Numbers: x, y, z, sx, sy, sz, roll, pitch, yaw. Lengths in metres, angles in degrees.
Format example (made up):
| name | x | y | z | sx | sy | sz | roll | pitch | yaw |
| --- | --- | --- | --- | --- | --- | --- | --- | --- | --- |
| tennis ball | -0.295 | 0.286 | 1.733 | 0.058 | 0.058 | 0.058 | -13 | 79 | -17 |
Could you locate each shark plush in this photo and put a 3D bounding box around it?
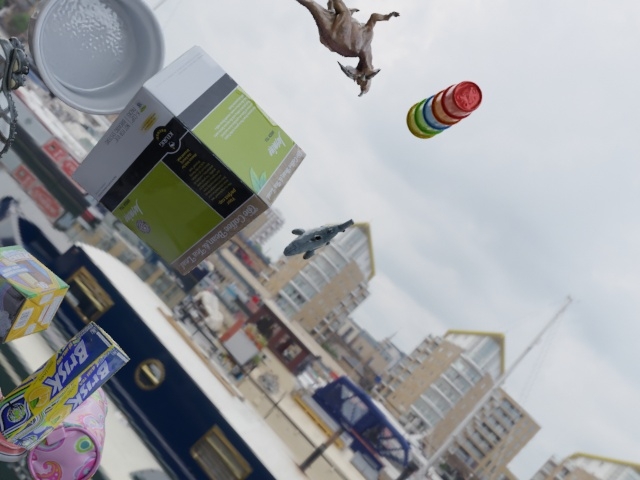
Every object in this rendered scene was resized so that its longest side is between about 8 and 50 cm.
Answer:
| name | x | y | z | sx | sy | sz | roll | pitch | yaw |
| --- | --- | --- | --- | --- | --- | --- | --- | --- | --- |
| shark plush | 0.000 | 0.000 | 1.338 | 0.067 | 0.161 | 0.073 | -19 | 97 | -76 |

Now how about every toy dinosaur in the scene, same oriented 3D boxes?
| name | x | y | z | sx | sy | sz | roll | pitch | yaw |
| --- | --- | --- | --- | --- | --- | --- | --- | --- | --- |
| toy dinosaur | 0.059 | -0.476 | 1.474 | 0.296 | 0.200 | 0.127 | 18 | -2 | -35 |

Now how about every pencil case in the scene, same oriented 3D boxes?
| name | x | y | z | sx | sy | sz | roll | pitch | yaw |
| --- | --- | --- | --- | --- | --- | --- | --- | --- | --- |
| pencil case | -0.456 | 0.344 | 1.140 | 0.124 | 0.124 | 0.284 | 48 | -8 | -15 |

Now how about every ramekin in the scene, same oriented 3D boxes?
| name | x | y | z | sx | sy | sz | roll | pitch | yaw |
| --- | --- | --- | --- | --- | --- | --- | --- | --- | --- |
| ramekin | -0.492 | -0.424 | 1.352 | 0.135 | 0.277 | 0.277 | 34 | -14 | 47 |

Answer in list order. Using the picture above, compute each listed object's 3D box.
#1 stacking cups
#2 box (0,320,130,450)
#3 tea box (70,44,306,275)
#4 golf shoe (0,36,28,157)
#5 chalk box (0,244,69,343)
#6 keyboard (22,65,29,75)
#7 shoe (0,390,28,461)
| name | x | y | z | sx | sy | sz | roll | pitch | yaw |
| --- | --- | --- | --- | --- | --- | --- | --- | --- | --- |
| stacking cups | 0.279 | -0.295 | 1.377 | 0.096 | 0.096 | 0.316 | 47 | -6 | -6 |
| box | -0.340 | 0.190 | 0.818 | 0.054 | 0.169 | 0.059 | 37 | -19 | 26 |
| tea box | -0.272 | -0.156 | 1.299 | 0.323 | 0.220 | 0.329 | 45 | -50 | -14 |
| golf shoe | -0.493 | -0.209 | 0.909 | 0.094 | 0.198 | 0.077 | -3 | 40 | -40 |
| chalk box | -0.695 | 0.100 | 1.366 | 0.213 | 0.132 | 0.132 | 37 | 16 | 12 |
| keyboard | -0.683 | -0.326 | 1.229 | 0.108 | 0.180 | 0.023 | 52 | -23 | -23 |
| shoe | -0.549 | 0.285 | 1.031 | 0.178 | 0.081 | 0.063 | 36 | 25 | 11 |
